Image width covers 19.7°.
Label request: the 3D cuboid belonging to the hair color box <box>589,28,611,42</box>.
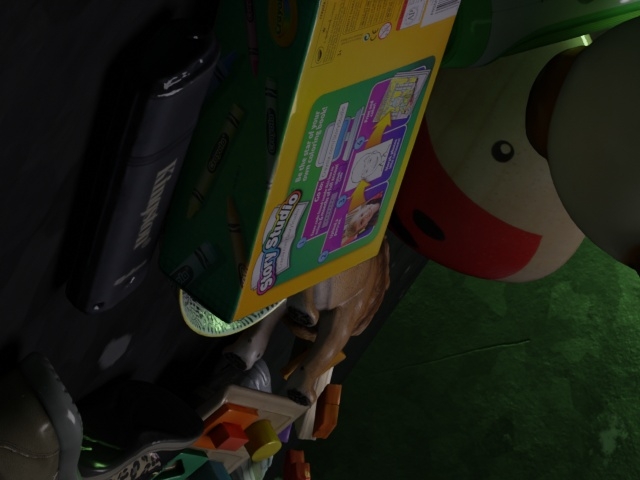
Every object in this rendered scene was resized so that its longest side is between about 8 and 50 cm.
[{"bbox_3d":[0.277,-0.221,2.003,0.110,0.185,0.338,-44,149,-59],"label":"hair color box"}]

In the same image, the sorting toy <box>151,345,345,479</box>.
[{"bbox_3d":[-0.110,0.227,1.970,0.348,0.047,0.196,-41,156,17],"label":"sorting toy"}]

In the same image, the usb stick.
[{"bbox_3d":[-0.122,-0.042,1.228,0.077,0.045,0.278,-50,171,-37],"label":"usb stick"}]

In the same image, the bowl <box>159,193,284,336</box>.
[{"bbox_3d":[-0.070,-0.016,1.440,0.170,0.080,0.170,-35,147,-27],"label":"bowl"}]

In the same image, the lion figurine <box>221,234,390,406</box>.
[{"bbox_3d":[0.000,0.000,1.796,0.240,0.142,0.392,-58,170,-28],"label":"lion figurine"}]

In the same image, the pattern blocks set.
[{"bbox_3d":[-0.005,0.130,2.141,0.285,0.026,0.324,-97,-161,-49],"label":"pattern blocks set"}]

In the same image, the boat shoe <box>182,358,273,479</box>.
[{"bbox_3d":[-0.102,0.226,2.206,0.103,0.118,0.320,-48,163,-17],"label":"boat shoe"}]

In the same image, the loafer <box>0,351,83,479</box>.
[{"bbox_3d":[-0.231,0.170,1.382,0.087,0.094,0.251,-25,151,-21],"label":"loafer"}]

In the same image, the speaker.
[{"bbox_3d":[0.203,-0.222,1.469,0.297,0.131,0.131,-17,153,-26],"label":"speaker"}]

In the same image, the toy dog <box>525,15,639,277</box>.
[{"bbox_3d":[0.329,-0.138,1.302,0.395,0.284,0.408,-19,150,-47],"label":"toy dog"}]

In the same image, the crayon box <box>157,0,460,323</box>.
[{"bbox_3d":[-0.005,-0.091,1.279,0.165,0.081,0.278,-23,141,-44],"label":"crayon box"}]

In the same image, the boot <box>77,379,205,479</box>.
[{"bbox_3d":[-0.212,0.226,1.676,0.178,0.085,0.236,-55,166,19],"label":"boot"}]

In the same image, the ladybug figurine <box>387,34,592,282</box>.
[{"bbox_3d":[0.145,-0.102,1.832,0.162,0.305,0.449,-9,171,-13],"label":"ladybug figurine"}]
